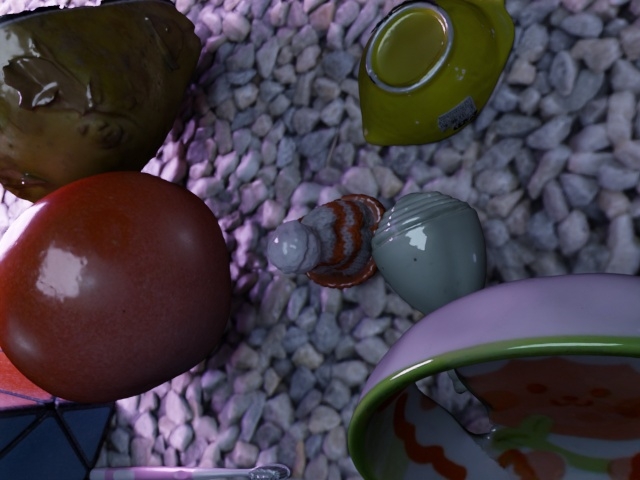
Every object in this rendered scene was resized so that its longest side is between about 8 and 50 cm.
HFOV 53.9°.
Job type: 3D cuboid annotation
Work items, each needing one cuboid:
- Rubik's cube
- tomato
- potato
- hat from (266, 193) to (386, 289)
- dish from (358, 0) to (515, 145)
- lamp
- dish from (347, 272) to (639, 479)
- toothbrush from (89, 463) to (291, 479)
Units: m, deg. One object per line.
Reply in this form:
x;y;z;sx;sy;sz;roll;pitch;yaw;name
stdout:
-0.417;0.251;0.758;0.207;0.205;0.204;21;91;27;Rubik's cube
-0.215;0.049;0.667;0.256;0.256;0.224;-32;75;19;tomato
-0.266;-0.154;0.751;0.247;0.300;0.196;-15;104;42;potato
0.000;0.000;0.616;0.112;0.162;0.093;-38;69;20;hat
0.105;-0.188;0.643;0.149;0.080;0.207;46;104;26;dish
0.119;0.043;0.586;0.106;0.106;0.193;-28;78;20;lamp
0.189;0.117;0.453;0.324;0.324;0.124;-9;43;26;dish
-0.162;0.270;0.726;0.287;0.025;0.020;-11;75;26;toothbrush
